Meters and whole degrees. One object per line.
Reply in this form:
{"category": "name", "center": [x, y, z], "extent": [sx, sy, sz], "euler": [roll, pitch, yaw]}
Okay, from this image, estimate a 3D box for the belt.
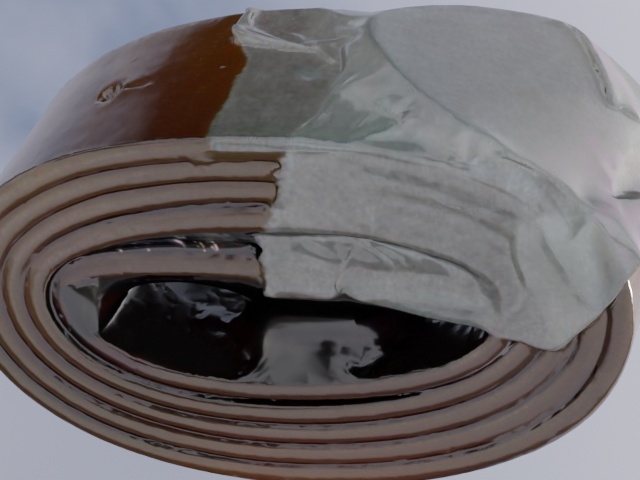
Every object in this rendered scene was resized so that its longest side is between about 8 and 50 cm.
{"category": "belt", "center": [0.000, 0.000, 0.907], "extent": [0.338, 0.122, 0.217], "euler": [-2, -55, 20]}
